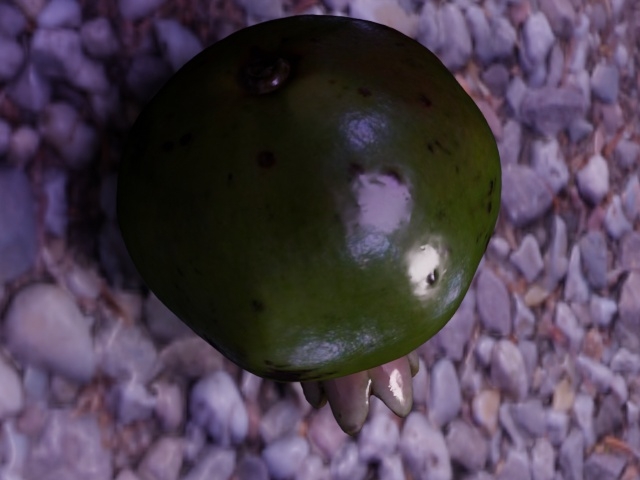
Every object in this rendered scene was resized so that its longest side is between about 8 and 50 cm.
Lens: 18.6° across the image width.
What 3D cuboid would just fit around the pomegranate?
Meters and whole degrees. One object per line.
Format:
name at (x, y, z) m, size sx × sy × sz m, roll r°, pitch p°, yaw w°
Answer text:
pomegranate at (0.002, 0.001, 0.962) m, size 0.187 × 0.187 × 0.225 m, roll -48°, pitch 143°, yaw -32°
